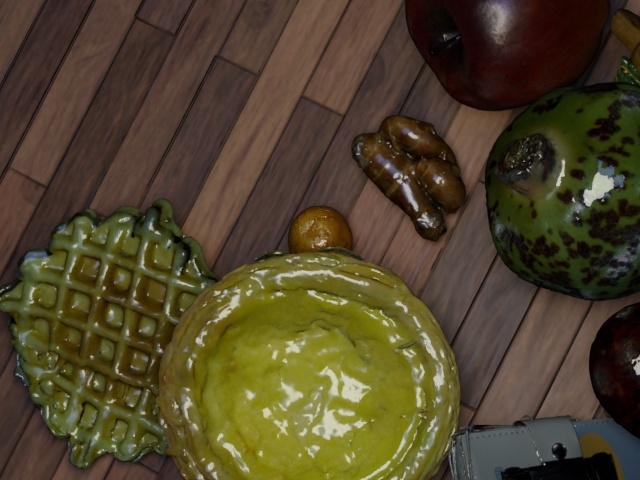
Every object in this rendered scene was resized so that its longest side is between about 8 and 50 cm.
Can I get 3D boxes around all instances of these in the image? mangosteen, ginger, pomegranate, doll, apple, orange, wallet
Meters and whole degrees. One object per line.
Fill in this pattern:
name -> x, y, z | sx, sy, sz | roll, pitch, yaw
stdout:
mangosteen -> 0.384, 0.131, 1.644 | 0.172, 0.172, 0.184 | 34, 104, 15
ginger -> 0.118, -0.085, 1.793 | 0.103, 0.073, 0.162 | -42, 81, 17
pomegranate -> 0.293, -0.059, 1.653 | 0.254, 0.270, 0.254 | -17, 64, 37
doll -> 0.361, -0.160, 1.746 | 0.078, 0.076, 0.113 | 32, 90, 6
apple -> 0.218, -0.260, 1.729 | 0.234, 0.234, 0.234 | -2, 81, 12
orange -> 0.000, 0.000, 1.803 | 0.083, 0.070, 0.083 | -7, 69, 18
wallet -> 0.264, 0.276, 1.663 | 0.230, 0.069, 0.170 | 0, 72, -16

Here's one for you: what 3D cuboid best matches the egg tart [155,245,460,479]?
egg tart -> -0.016, 0.173, 1.721 | 0.345, 0.132, 0.345 | 0, 89, -3

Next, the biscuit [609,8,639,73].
biscuit -> 0.424, -0.178, 1.684 | 0.039, 0.179, 0.236 | -51, 56, 28

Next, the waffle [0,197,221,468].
waffle -> -0.242, 0.114, 1.840 | 0.297, 0.073, 0.317 | -30, 83, 12
